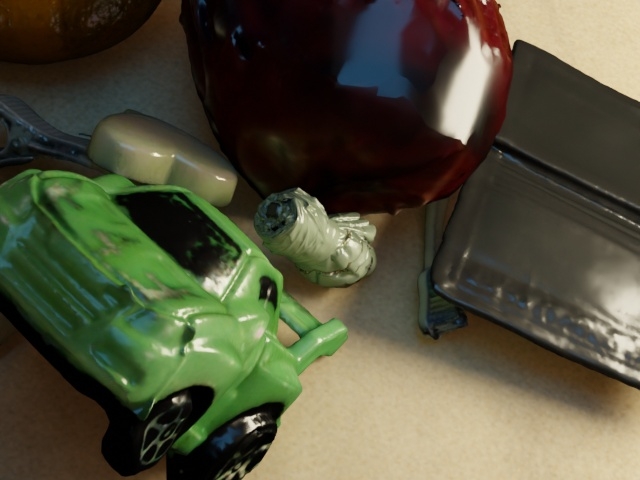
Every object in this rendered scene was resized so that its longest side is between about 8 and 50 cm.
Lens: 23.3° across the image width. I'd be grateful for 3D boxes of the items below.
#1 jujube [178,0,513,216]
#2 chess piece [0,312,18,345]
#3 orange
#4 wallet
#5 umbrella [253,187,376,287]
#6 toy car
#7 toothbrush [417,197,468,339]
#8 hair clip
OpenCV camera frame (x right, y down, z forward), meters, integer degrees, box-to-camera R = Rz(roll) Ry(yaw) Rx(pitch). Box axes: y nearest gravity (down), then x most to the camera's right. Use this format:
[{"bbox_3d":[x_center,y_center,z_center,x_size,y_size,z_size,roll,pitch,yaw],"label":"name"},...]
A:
[{"bbox_3d":[0.013,-0.185,1.295,0.258,0.258,0.376,-7,53,-17],"label":"jujube"},{"bbox_3d":[-0.297,0.072,1.139,0.090,0.090,0.200,40,54,15],"label":"chess piece"},{"bbox_3d":[-0.237,-0.261,1.325,0.240,0.171,0.240,5,56,-8],"label":"orange"},{"bbox_3d":[0.240,-0.021,1.332,0.247,0.041,0.323,27,51,-4],"label":"wallet"},{"bbox_3d":[0.000,0.000,1.237,0.067,0.143,0.062,-54,51,8],"label":"umbrella"},{"bbox_3d":[-0.111,0.049,1.086,0.176,0.358,0.213,-46,71,-4],"label":"toy car"},{"bbox_3d":[0.113,-0.092,1.371,0.042,0.040,0.418,39,42,-36],"label":"toothbrush"},{"bbox_3d":[-0.166,-0.072,1.253,0.218,0.071,0.159,15,14,14],"label":"hair clip"}]
